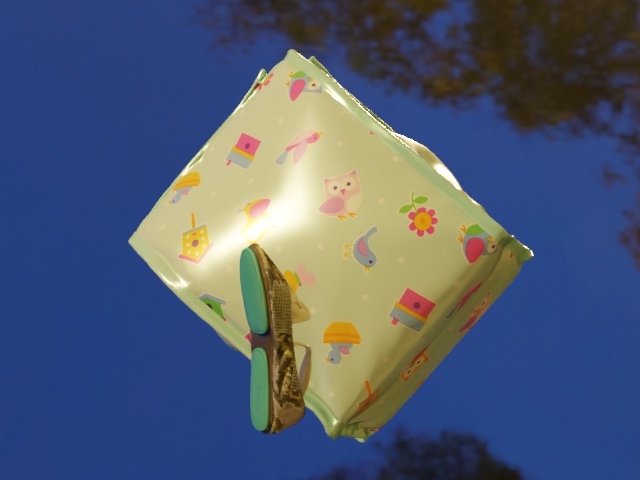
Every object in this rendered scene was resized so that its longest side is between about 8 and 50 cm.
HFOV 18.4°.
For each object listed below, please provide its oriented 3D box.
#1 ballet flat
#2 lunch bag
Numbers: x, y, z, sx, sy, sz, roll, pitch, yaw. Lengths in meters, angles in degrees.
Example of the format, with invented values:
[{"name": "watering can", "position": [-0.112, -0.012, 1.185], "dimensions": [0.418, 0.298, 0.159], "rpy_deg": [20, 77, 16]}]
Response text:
[{"name": "ballet flat", "position": [-0.025, 0.056, 1.165], "dimensions": [0.041, 0.041, 0.114], "rpy_deg": [-12, -79, -45]}, {"name": "lunch bag", "position": [0.000, 0.000, 1.587], "dimensions": [0.223, 0.262, 0.160], "rpy_deg": [-50, -19, 4]}]
